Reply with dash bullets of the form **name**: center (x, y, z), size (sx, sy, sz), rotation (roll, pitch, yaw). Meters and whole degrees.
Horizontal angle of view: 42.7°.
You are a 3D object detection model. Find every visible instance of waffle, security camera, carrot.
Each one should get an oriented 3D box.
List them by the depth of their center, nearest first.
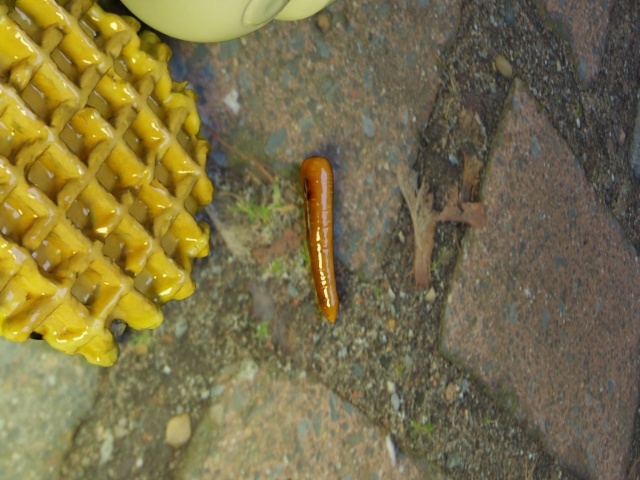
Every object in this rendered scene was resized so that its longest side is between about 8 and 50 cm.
- **waffle**: center (-0.201, -0.063, 0.667), size (0.329, 0.062, 0.329), rotation (7, 81, -48)
- **security camera**: center (-0.090, -0.273, 0.731), size (0.236, 0.195, 0.194), rotation (-32, 109, -41)
- **carrot**: center (0.000, 0.000, 0.913), size (0.037, 0.037, 0.190), rotation (-6, 94, -49)
